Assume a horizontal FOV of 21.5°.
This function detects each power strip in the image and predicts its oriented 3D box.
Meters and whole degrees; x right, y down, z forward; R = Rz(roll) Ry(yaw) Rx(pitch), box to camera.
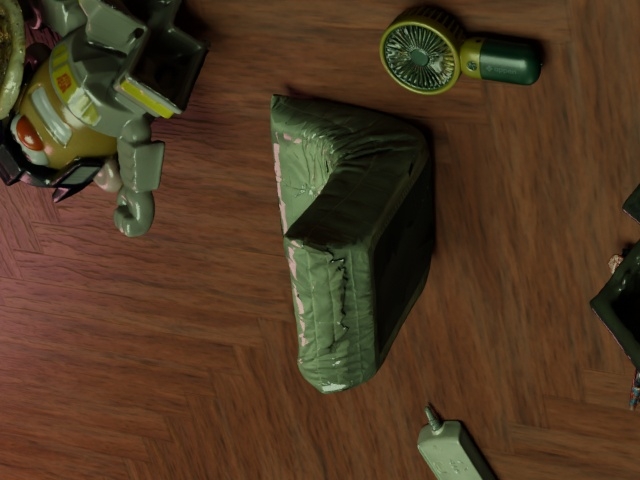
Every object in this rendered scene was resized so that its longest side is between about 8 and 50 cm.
[{"bbox_3d":[0.181,0.291,1.949,0.060,0.027,0.252,-13,119,41],"label":"power strip"}]

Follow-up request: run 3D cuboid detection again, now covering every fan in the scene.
[{"bbox_3d":[0.132,-0.172,1.557,0.155,0.039,0.082,13,132,23],"label":"fan"}]

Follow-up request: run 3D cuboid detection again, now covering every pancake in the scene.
[{"bbox_3d":[-0.338,-0.192,1.754,0.139,0.022,0.139,-5,83,57],"label":"pancake"}]

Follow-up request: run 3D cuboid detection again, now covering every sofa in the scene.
[{"bbox_3d":[0.000,0.000,1.665,0.176,0.225,0.210,13,136,19],"label":"sofa"}]

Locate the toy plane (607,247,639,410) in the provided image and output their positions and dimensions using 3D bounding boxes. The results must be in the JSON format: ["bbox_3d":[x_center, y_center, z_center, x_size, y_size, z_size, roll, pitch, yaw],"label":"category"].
[{"bbox_3d":[0.328,0.079,1.623,0.130,0.061,0.189,20,122,17],"label":"toy plane"}]

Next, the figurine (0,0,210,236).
[{"bbox_3d":[-0.236,-0.148,1.748,0.308,0.143,0.308,-6,83,57],"label":"figurine"}]

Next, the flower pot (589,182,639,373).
[{"bbox_3d":[0.393,0.041,1.400,0.251,0.379,0.379,41,143,28],"label":"flower pot"}]
